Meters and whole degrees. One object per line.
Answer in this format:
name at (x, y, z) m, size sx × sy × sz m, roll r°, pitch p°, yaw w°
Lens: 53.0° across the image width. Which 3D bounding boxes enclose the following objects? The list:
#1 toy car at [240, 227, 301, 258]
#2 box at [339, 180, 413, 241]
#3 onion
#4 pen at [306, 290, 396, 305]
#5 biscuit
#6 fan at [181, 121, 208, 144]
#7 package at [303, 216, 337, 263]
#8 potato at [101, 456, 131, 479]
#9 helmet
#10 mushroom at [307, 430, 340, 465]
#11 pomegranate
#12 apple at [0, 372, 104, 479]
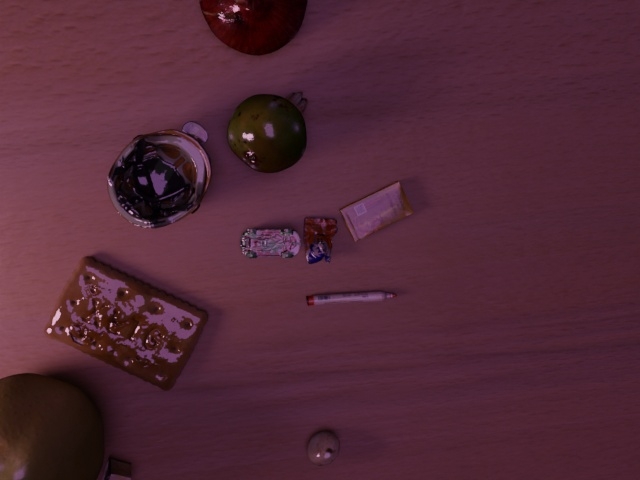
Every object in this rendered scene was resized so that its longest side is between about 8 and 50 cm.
toy car at (-0.114, 0.006, 1.479) m, size 0.142 × 0.055 × 0.069 m, roll 0°, pitch 90°, yaw 4°
box at (0.132, -0.069, 1.512) m, size 0.156 × 0.022 × 0.089 m, roll -28°, pitch 99°, yaw -2°
onion at (-0.138, -0.520, 1.359) m, size 0.248 × 0.161 × 0.248 m, roll -8°, pitch 107°, yaw -25°
pen at (0.075, 0.137, 1.534) m, size 0.218 × 0.026 × 0.026 m, roll -3°, pitch 98°, yaw -7°
biscuit at (-0.444, 0.194, 1.473) m, size 0.325 × 0.044 × 0.217 m, roll 28°, pitch 95°, yaw -10°
fan at (-0.296, -0.236, 1.449) m, size 0.080 × 0.003 × 0.060 m, roll -25°, pitch 99°, yaw -3°
package at (0.000, 0.000, 1.503) m, size 0.077 × 0.033 × 0.110 m, roll -1°, pitch 84°, yaw 17°
potato at (-0.487, 0.582, 1.502) m, size 0.061 × 0.086 × 0.122 m, roll 18°, pitch 98°, yaw -18°
helmet at (-0.349, -0.132, 1.394) m, size 0.224 × 0.130 × 0.198 m, roll -42°, pitch 104°, yaw -10°
mushroom at (0.013, 0.510, 1.560) m, size 0.085 × 0.085 × 0.079 m, roll -43°, pitch 129°, yaw 1°
pomegranate at (-0.102, -0.250, 1.399) m, size 0.180 × 0.180 × 0.209 m, roll 38°, pitch 64°, yaw -10°
apple at (-0.638, 0.464, 1.351) m, size 0.357 × 0.357 × 0.357 m, roll -1°, pitch 98°, yaw -6°
